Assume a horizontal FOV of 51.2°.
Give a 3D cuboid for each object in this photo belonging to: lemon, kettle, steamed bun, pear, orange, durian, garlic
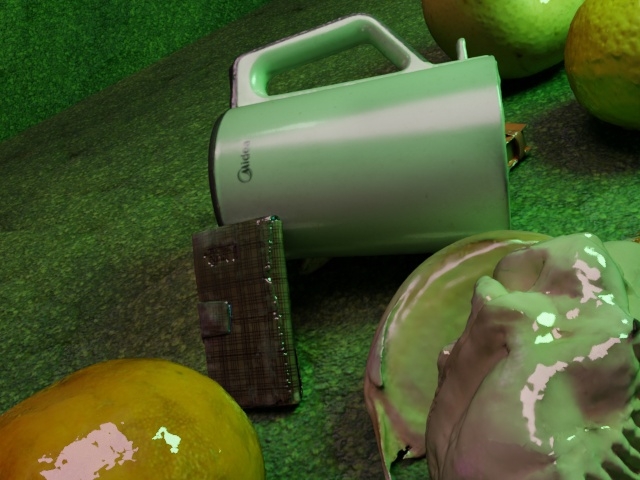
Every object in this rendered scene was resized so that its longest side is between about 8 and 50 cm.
[{"bbox_3d":[0.489,-0.285,0.982,0.254,0.253,0.310,-23,16,-2],"label":"lemon"},{"bbox_3d":[0.054,-0.147,0.921,0.377,0.250,0.360,-6,79,13],"label":"kettle"},{"bbox_3d":[0.204,0.129,0.546,0.320,0.274,0.206,1,3,-36],"label":"steamed bun"},{"bbox_3d":[0.359,-0.471,1.254,0.349,0.348,0.348,-15,33,10],"label":"pear"},{"bbox_3d":[-0.191,0.230,0.617,0.284,0.225,0.284,-23,8,3],"label":"orange"},{"bbox_3d":[0.001,0.007,1.043,0.066,0.052,0.130,41,65,12],"label":"durian"},{"bbox_3d":[0.148,0.106,0.715,0.339,0.151,0.196,-30,46,-11],"label":"garlic"}]

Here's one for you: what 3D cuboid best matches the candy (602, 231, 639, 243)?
[{"bbox_3d":[0.414,0.004,0.784,0.182,0.046,0.053,-6,34,26],"label":"candy"}]

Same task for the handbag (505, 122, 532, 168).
[{"bbox_3d":[0.234,-0.148,1.102,0.127,0.062,0.190,-38,33,-25],"label":"handbag"}]

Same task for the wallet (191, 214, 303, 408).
[{"bbox_3d":[-0.092,0.090,0.826,0.125,0.230,0.042,-10,-6,21],"label":"wallet"}]
